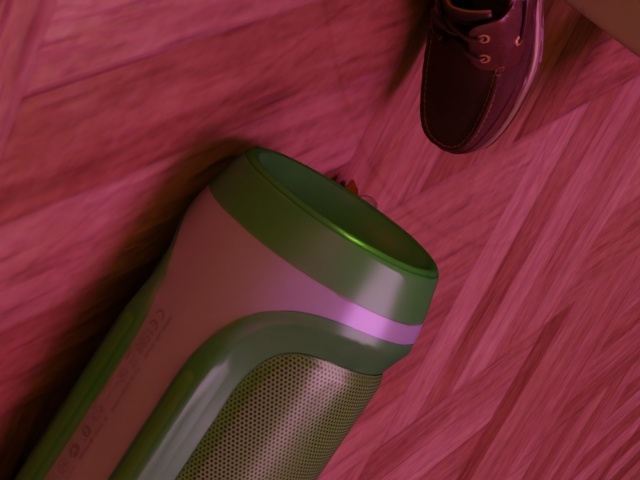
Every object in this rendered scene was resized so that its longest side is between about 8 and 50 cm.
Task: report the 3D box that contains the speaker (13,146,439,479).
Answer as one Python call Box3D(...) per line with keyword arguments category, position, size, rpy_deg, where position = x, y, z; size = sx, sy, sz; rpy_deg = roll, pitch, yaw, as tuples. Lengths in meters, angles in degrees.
Box3D(category="speaker", position=(-0.068, 0.107, 0.861), size=(0.296, 0.131, 0.131), rpy_deg=(-57, 162, 11))

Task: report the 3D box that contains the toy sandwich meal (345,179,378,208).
Box3D(category="toy sandwich meal", position=(0.000, 0.000, 0.995), size=(0.085, 0.029, 0.085), rpy_deg=(-41, 158, -20))

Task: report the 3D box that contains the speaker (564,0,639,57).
Box3D(category="speaker", position=(0.195, -0.132, 1.053), size=(0.055, 0.136, 0.055), rpy_deg=(-37, 152, -23))

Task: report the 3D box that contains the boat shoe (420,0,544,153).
Box3D(category="boat shoe", position=(0.080, -0.120, 0.921), size=(0.060, 0.064, 0.178), rpy_deg=(-27, 143, -45))
